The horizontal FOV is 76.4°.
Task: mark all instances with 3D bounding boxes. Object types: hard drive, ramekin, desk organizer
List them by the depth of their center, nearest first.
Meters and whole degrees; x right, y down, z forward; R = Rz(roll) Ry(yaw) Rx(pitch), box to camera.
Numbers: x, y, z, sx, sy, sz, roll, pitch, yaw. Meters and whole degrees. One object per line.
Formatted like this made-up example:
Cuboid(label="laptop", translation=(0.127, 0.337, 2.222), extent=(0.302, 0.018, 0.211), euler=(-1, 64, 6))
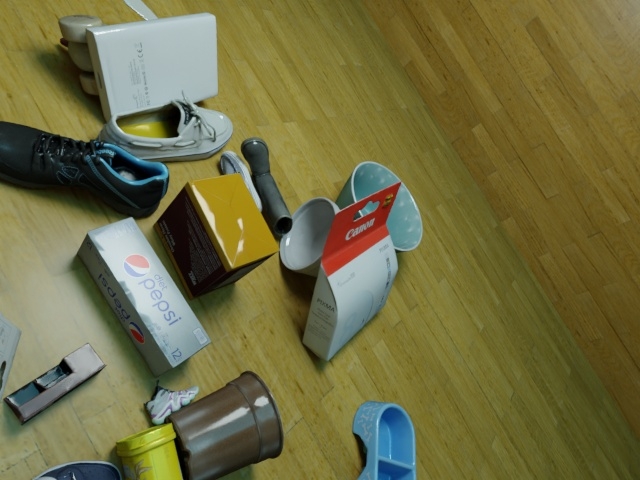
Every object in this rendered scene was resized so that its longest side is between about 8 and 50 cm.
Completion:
Cuboid(label="desk organizer", translation=(-0.421, 0.226, 0.651), extent=(0.050, 0.047, 0.130), euler=(53, 42, 0))
Cuboid(label="hard drive", translation=(-0.374, -0.408, 0.961), extent=(0.040, 0.203, 0.307), euler=(31, 45, 22))
Cuboid(label="ramekin", translation=(0.000, 0.000, 1.075), extent=(0.109, 0.207, 0.207), euler=(30, 47, -39))

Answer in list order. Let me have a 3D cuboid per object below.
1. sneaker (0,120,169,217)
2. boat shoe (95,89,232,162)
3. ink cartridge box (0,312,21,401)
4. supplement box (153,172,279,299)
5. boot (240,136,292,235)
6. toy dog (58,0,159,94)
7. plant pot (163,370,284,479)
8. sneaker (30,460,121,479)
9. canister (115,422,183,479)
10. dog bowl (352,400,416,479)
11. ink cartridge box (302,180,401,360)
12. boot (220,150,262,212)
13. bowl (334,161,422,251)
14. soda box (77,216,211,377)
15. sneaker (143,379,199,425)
Cuboid(label="sneaker", translation=(-0.464, -0.159, 0.784), extent=(0.340, 0.139, 0.125), euler=(17, 56, -34))
Cuboid(label="boat shoe", translation=(-0.334, -0.283, 0.969), extent=(0.367, 0.156, 0.136), euler=(-25, 83, -48))
Cuboid(label="ink cartridge box", translation=(-0.476, 0.170, 0.519), extent=(0.066, 0.232, 0.189), euler=(8, 59, -19))
Cuboid(label="supplement box", translation=(-0.226, -0.007, 0.867), extent=(0.129, 0.194, 0.191), euler=(-21, 80, -47))
Cuboid(label="boot", translation=(-0.137, -0.137, 1.055), extent=(0.190, 0.076, 0.209), euler=(71, 2, -62))
Cuboid(label="toy dog", translation=(-0.464, -0.467, 0.968), extent=(0.161, 0.220, 0.333), euler=(33, 28, 22))
Cuboid(label="plant pot", translation=(-0.180, 0.342, 0.729), extent=(0.165, 0.167, 0.167), euler=(-10, 72, -37))
Cuboid(label="sneaker", translation=(-0.389, 0.355, 0.518), extent=(0.282, 0.153, 0.099), euler=(5, 63, -41))
Cuboid(label="canister", translation=(-0.260, 0.389, 0.640), extent=(0.073, 0.126, 0.170), euler=(-8, 73, -40))
Cuboid(label="dog bowl", translation=(0.157, 0.534, 0.974), extent=(0.166, 0.074, 0.297), euler=(30, 47, -26))
Cuboid(label="ink cartridge box", translation=(0.109, 0.070, 1.013), extent=(0.091, 0.385, 0.308), euler=(31, 35, 25))
Cuboid(label="boot", translation=(-0.225, -0.142, 1.047), extent=(0.086, 0.069, 0.190), euler=(-26, 86, -51))
Cuboid(label="bowl", translation=(0.163, -0.077, 1.298), extent=(0.311, 0.163, 0.312), euler=(22, 52, -31))
Cuboid(label="soda box", translation=(-0.334, 0.107, 0.768), extent=(0.091, 0.098, 0.286), euler=(-32, 88, -47))
Cuboid(label="sneaker", translation=(-0.278, 0.283, 0.753), extent=(0.098, 0.038, 0.069), euler=(-33, 90, -49))
